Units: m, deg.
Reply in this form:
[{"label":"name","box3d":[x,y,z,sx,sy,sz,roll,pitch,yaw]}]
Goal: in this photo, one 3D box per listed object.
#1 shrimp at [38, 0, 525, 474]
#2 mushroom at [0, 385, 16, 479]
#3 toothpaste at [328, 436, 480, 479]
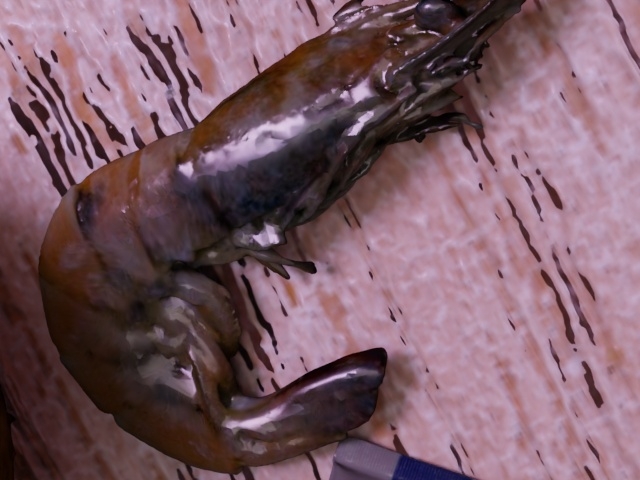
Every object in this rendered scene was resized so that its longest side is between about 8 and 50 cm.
[{"label":"shrimp","box3d":[0.000,0.000,0.724,0.296,0.058,0.169,-32,95,22]},{"label":"mushroom","box3d":[-0.317,0.096,0.686,0.334,0.356,0.331,23,92,36]},{"label":"toothpaste","box3d":[0.010,0.217,0.686,0.096,0.061,0.266,18,63,9]}]
